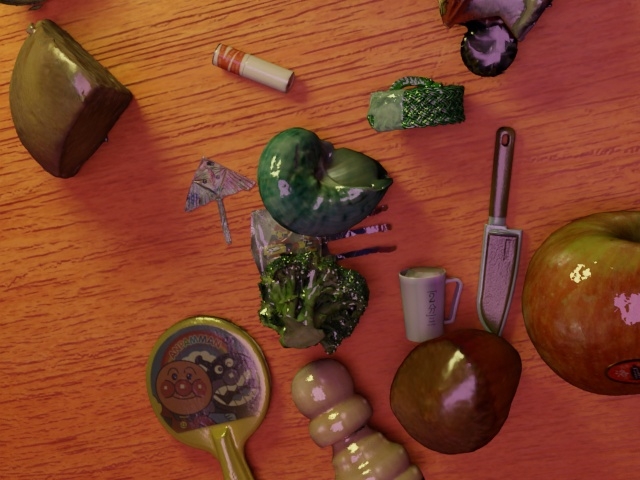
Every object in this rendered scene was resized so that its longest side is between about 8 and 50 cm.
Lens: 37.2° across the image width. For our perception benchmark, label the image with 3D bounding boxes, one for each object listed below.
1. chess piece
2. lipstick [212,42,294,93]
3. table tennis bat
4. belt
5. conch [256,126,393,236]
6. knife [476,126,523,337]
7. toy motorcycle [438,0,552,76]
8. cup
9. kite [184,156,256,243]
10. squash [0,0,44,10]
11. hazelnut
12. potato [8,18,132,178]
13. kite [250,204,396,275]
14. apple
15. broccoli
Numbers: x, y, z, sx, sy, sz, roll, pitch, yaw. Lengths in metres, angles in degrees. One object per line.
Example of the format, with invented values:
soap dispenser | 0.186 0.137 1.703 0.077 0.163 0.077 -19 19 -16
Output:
chess piece | 0.047 0.314 1.558 0.142 0.142 0.261 -32 84 14
lipstick | -0.108 -0.277 1.532 0.130 0.038 0.038 23 102 7
table tennis bat | -0.175 0.309 1.630 0.224 0.054 0.369 -16 92 14
belt | 0.146 -0.212 1.451 0.151 0.121 0.079 -5 100 16
conch | -0.015 -0.094 1.497 0.202 0.196 0.134 47 129 20
knife | 0.289 -0.007 1.504 0.061 0.027 0.343 6 100 6
toy motorcycle | 0.302 -0.444 1.383 0.207 0.134 0.401 39 105 -3
cup | 0.179 0.097 1.526 0.104 0.074 0.116 -8 102 -17
kite | -0.168 -0.070 1.593 0.137 0.005 0.153 -21 95 14
squash | -0.469 -0.460 1.520 0.170 0.170 0.123 -33 76 14
hazelnut | 0.215 0.235 1.458 0.210 0.186 0.210 -1 134 -1
potato | -0.441 -0.226 1.497 0.211 0.264 0.189 43 95 -4
kite | 0.000 0.000 1.567 0.245 0.015 0.141 -10 99 13
apple | 0.450 0.096 1.370 0.309 0.277 0.250 9 115 35
broccoli | -0.015 0.095 1.508 0.195 0.156 0.195 4 118 8
